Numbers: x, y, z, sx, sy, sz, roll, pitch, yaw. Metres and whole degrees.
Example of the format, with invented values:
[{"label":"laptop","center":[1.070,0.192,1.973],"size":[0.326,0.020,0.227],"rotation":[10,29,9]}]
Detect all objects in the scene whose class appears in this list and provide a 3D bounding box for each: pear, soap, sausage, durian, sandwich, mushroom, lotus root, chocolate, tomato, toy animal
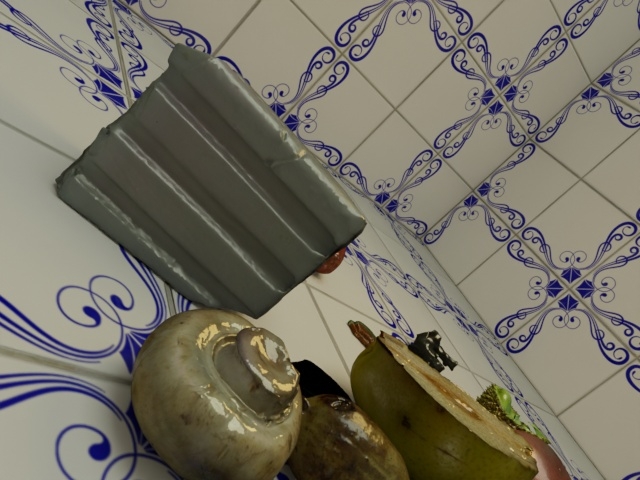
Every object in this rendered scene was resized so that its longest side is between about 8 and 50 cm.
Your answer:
[{"label":"pear","center":[0.210,0.372,1.043],"size":[0.386,0.191,0.340],"rotation":[37,4,13]},{"label":"soap","center":[-0.179,-0.087,0.983],"size":[0.435,0.350,0.213],"rotation":[44,7,-13]},{"label":"sausage","center":[0.000,0.000,1.586],"size":[0.148,0.148,0.254],"rotation":[36,16,-32]},{"label":"durian","center":[0.522,0.539,1.509],"size":[0.237,0.176,0.200],"rotation":[38,25,-8]},{"label":"sandwich","center":[0.127,0.266,1.437],"size":[0.135,0.029,0.067],"rotation":[50,15,17]},{"label":"mushroom","center":[-0.122,0.190,0.680],"size":[0.255,0.184,0.255],"rotation":[30,30,-19]},{"label":"lotus root","center":[0.030,0.327,0.807],"size":[0.260,0.128,0.145],"rotation":[44,55,-6]},{"label":"chocolate","center":[-0.030,0.268,0.917],"size":[0.149,0.080,0.125],"rotation":[28,11,-31]},{"label":"tomato","center":[0.431,0.547,1.167],"size":[0.256,0.224,0.256],"rotation":[38,26,-23]},{"label":"toy animal","center":[0.343,0.359,1.661],"size":[0.146,0.114,0.245],"rotation":[54,-6,7]}]
